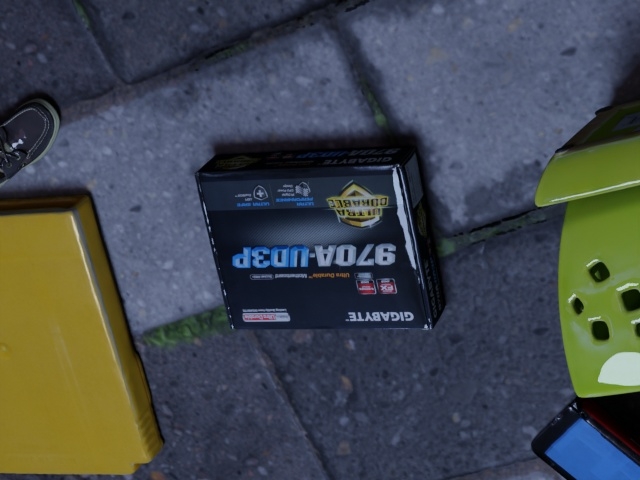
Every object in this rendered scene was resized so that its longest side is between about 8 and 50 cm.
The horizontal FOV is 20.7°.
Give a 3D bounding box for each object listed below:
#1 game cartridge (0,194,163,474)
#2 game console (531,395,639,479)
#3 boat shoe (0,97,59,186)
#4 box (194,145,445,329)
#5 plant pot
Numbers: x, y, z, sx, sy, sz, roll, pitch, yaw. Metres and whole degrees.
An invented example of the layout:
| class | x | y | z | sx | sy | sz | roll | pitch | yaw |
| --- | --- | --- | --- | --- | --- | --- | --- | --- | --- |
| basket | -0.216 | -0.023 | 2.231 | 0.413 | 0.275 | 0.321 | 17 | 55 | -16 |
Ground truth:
| class | x | y | z | sx | sy | sz | roll | pitch | yaw |
| --- | --- | --- | --- | --- | --- | --- | --- | --- | --- |
| game cartridge | -0.335 | 0.109 | 1.919 | 0.285 | 0.052 | 0.323 | -2 | 116 | 25 |
| game console | 0.280 | 0.223 | 1.679 | 0.144 | 0.124 | 0.085 | 39 | 98 | 1 |
| boat shoe | -0.325 | -0.088 | 1.808 | 0.056 | 0.049 | 0.152 | 46 | 124 | -3 |
| box | 0.000 | 0.000 | 1.706 | 0.220 | 0.051 | 0.175 | -1 | 115 | 24 |
| plant pot | 0.316 | -0.015 | 1.461 | 0.228 | 0.227 | 0.207 | -14 | 102 | 30 |
